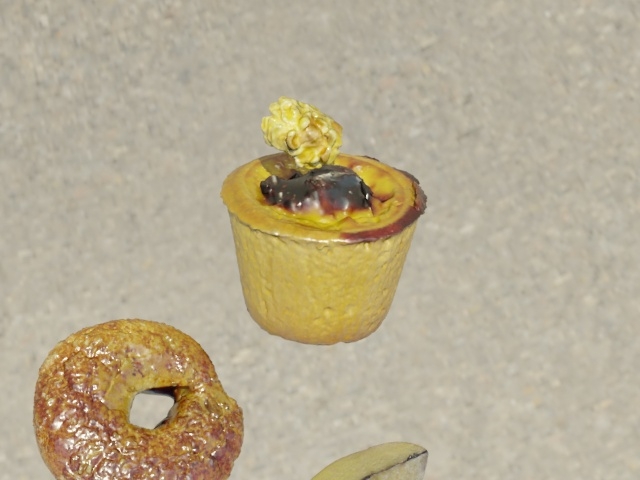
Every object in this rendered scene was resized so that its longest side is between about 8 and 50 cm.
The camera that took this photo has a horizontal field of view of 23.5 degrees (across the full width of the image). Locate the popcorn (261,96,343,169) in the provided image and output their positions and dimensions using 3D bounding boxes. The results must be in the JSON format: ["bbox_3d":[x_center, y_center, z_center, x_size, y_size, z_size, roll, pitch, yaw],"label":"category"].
[{"bbox_3d":[-0.019,-0.104,1.506,0.082,0.083,0.057,35,105,4],"label":"popcorn"}]

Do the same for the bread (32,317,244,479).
[{"bbox_3d":[-0.158,0.154,1.335,0.193,0.193,0.064,-2,157,-19],"label":"bread"}]

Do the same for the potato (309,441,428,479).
[{"bbox_3d":[0.050,0.316,1.937,0.172,0.089,0.100,-27,117,-20],"label":"potato"}]

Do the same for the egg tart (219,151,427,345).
[{"bbox_3d":[0.000,0.000,1.600,0.215,0.215,0.171,-5,120,-16],"label":"egg tart"}]
